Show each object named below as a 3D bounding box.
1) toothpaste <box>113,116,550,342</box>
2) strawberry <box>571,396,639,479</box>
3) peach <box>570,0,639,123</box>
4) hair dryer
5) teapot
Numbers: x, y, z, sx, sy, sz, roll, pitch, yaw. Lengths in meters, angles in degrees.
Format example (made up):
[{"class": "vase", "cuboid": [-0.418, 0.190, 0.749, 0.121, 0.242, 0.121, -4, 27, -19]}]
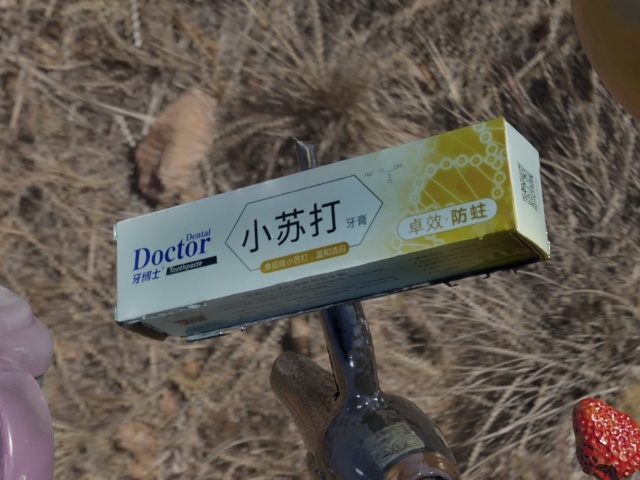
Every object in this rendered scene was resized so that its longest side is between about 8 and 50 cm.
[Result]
[{"class": "toothpaste", "cuboid": [0.000, 0.000, 0.978, 0.313, 0.071, 0.089, -14, 68, 26]}, {"class": "strawberry", "cuboid": [0.265, 0.186, 1.324, 0.083, 0.073, 0.073, 42, 101, -11]}, {"class": "peach", "cuboid": [0.372, -0.221, 1.217, 0.308, 0.308, 0.332, -23, 102, 15]}, {"class": "hair dryer", "cuboid": [0.010, 0.064, 1.212, 0.120, 0.304, 0.359, -18, 115, -15]}, {"class": "teapot", "cuboid": [-0.171, 0.091, 0.614, 0.148, 0.116, 0.146, 15, 97, 12]}]
